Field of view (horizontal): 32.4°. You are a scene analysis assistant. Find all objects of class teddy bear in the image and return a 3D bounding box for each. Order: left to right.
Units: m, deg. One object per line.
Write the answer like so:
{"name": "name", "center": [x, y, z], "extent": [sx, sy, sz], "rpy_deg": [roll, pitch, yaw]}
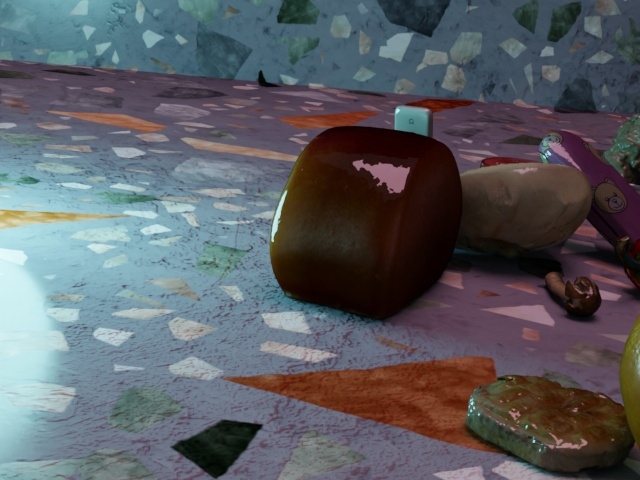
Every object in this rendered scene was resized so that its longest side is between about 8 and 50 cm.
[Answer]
{"name": "teddy bear", "center": [0.825, -0.153, 2.501], "extent": [0.368, 0.224, 0.357], "rpy_deg": [27, 20, 13]}

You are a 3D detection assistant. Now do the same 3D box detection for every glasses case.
{"name": "glasses case", "center": [0.523, -0.077, 2.022], "extent": [0.123, 0.076, 0.316], "rpy_deg": [-24, 69, -47]}

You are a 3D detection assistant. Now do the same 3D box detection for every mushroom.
{"name": "mushroom", "center": [0.392, 0.072, 1.742], "extent": [0.060, 0.061, 0.187], "rpy_deg": [-1, 13, -8]}

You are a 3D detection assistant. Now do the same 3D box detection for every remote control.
{"name": "remote control", "center": [0.157, -0.102, 1.877], "extent": [0.067, 0.261, 0.029], "rpy_deg": [11, 27, 25]}

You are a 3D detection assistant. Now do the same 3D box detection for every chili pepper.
{"name": "chili pepper", "center": [0.617, 0.043, 1.852], "extent": [0.388, 0.110, 0.110], "rpy_deg": [2, 16, -34]}

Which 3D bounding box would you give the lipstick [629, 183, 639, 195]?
{"name": "lipstick", "center": [0.641, -0.049, 2.225], "extent": [0.068, 0.066, 0.317], "rpy_deg": [11, 17, 12]}

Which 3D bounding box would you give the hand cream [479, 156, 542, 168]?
{"name": "hand cream", "center": [0.397, -0.085, 2.151], "extent": [0.193, 0.125, 0.193], "rpy_deg": [5, 17, -1]}

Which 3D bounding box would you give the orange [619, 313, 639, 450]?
{"name": "orange", "center": [0.457, 0.145, 1.100], "extent": [0.312, 0.312, 0.312], "rpy_deg": [6, 16, -2]}

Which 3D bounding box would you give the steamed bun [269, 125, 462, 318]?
{"name": "steamed bun", "center": [0.082, -0.052, 1.700], "extent": [0.235, 0.248, 0.379], "rpy_deg": [12, 18, 22]}

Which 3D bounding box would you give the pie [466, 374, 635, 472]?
{"name": "pie", "center": [0.268, 0.205, 1.258], "extent": [0.195, 0.046, 0.195], "rpy_deg": [5, 18, -2]}

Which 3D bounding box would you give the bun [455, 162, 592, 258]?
{"name": "bun", "center": [0.332, -0.047, 1.914], "extent": [0.287, 0.146, 0.287], "rpy_deg": [-5, -10, -1]}
